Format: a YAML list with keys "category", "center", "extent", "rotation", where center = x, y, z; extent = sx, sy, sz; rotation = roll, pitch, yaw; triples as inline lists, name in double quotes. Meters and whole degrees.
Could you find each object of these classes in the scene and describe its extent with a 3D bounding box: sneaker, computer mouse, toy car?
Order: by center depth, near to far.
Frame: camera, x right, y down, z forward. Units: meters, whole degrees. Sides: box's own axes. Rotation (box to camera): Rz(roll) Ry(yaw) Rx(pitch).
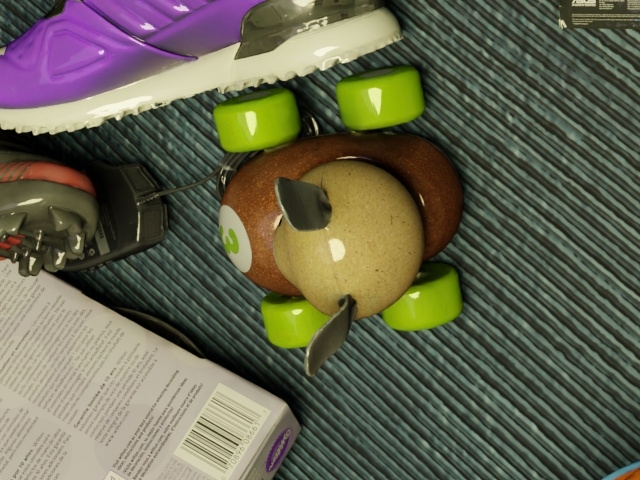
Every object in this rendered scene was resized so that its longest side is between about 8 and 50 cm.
- category: "toy car"
  center: [0.000, 0.000, 0.729]
  extent: [0.149, 0.188, 0.155]
  rotation: [-9, 104, 14]
- category: "sneaker"
  center: [-0.100, -0.158, 0.798]
  extent: [0.293, 0.102, 0.146]
  rotation: [-9, 105, 24]
- category: "computer mouse"
  center: [-0.099, -0.034, 0.882]
  extent: [0.242, 0.041, 0.071]
  rotation: [-17, 85, 27]
- category: "sneaker"
  center: [-0.237, -0.048, 0.887]
  extent: [0.276, 0.097, 0.135]
  rotation: [0, 72, 48]

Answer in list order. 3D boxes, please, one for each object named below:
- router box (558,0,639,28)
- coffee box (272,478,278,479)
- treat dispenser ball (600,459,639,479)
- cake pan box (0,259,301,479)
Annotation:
- category: "router box"
  center: [0.184, -0.156, 0.673]
  extent: [0.122, 0.038, 0.092]
  rotation: [6, 110, 27]
- category: "coffee box"
  center: [0.006, 0.239, 0.908]
  extent: [0.184, 0.040, 0.113]
  rotation: [17, 114, 24]
- category: "treat dispenser ball"
  center: [0.218, 0.242, 0.642]
  extent: [0.288, 0.288, 0.288]
  rotation: [10, 111, 27]
- category: "cake pan box"
  center: [-0.178, 0.163, 0.875]
  extent: [0.245, 0.070, 0.267]
  rotation: [25, 73, 18]
